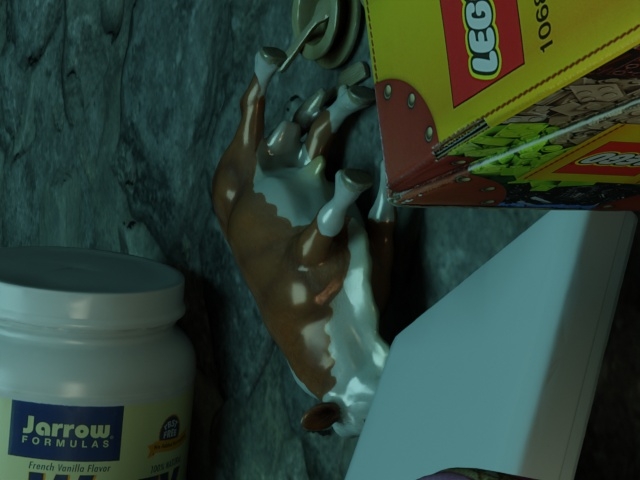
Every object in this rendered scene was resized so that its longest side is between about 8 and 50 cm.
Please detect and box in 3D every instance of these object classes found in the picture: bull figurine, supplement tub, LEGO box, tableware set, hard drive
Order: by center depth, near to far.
[{"bbox_3d":[0.168,-0.302,0.891,0.372,0.193,0.500,-29,64,60],"label":"LEGO box"},{"bbox_3d":[0.066,0.156,1.031,0.233,0.047,0.353,-43,20,49],"label":"hard drive"},{"bbox_3d":[0.000,0.000,1.324,0.310,0.101,0.188,54,132,46],"label":"bull figurine"},{"bbox_3d":[0.021,-0.188,1.348,0.194,0.039,0.128,-27,65,60],"label":"tableware set"},{"bbox_3d":[-0.234,0.182,1.627,0.235,0.235,0.324,25,112,61],"label":"supplement tub"}]

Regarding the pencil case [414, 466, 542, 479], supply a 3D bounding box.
[{"bbox_3d":[0.191,0.158,0.625,0.160,0.386,0.167,-8,80,62],"label":"pencil case"}]
